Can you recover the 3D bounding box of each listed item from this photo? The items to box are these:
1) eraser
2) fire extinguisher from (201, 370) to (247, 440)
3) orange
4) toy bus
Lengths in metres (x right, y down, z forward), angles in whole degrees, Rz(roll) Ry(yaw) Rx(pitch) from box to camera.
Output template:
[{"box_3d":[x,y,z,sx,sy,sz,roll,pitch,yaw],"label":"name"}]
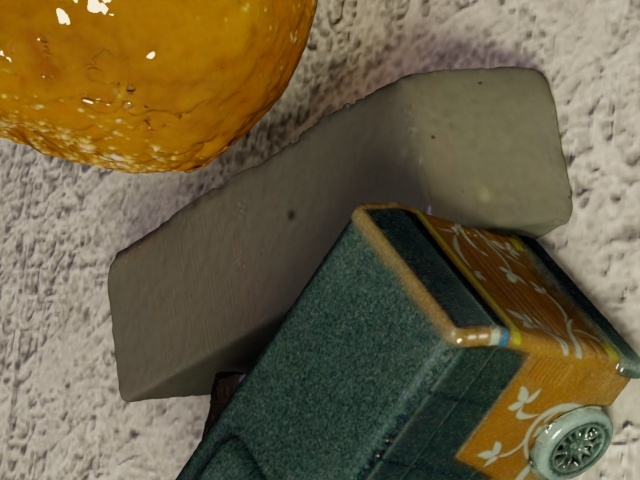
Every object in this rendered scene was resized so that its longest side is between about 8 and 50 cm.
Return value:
[{"box_3d":[0.001,0.000,1.227,0.352,0.077,0.111,-29,60,39],"label":"eraser"},{"box_3d":[-0.062,0.216,1.213,0.072,0.089,0.267,7,83,28],"label":"fire extinguisher"},{"box_3d":[-0.159,-0.207,1.281,0.340,0.340,0.293,10,80,50],"label":"orange"},{"box_3d":[0.030,0.127,1.079,0.275,0.167,0.138,-57,44,20],"label":"toy bus"}]
